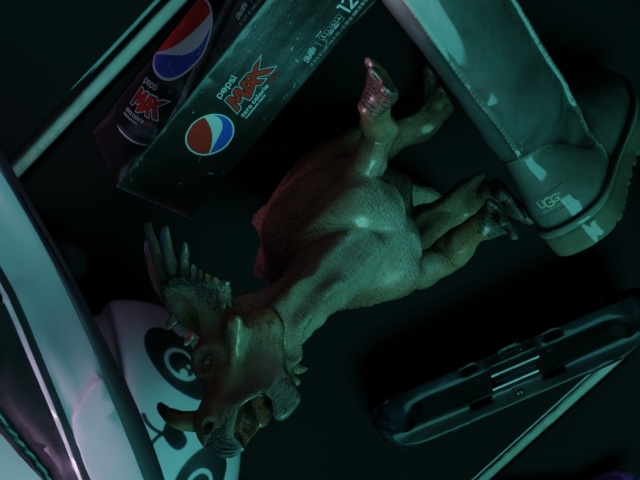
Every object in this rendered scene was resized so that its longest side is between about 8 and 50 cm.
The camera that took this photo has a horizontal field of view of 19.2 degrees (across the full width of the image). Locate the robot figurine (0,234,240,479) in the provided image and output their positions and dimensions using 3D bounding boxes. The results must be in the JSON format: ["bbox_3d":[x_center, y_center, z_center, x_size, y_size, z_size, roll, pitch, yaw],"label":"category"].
[{"bbox_3d":[-0.184,0.125,1.075,0.278,0.173,0.209,-7,128,-11],"label":"robot figurine"}]

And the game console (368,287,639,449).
[{"bbox_3d":[0.199,0.047,1.268,0.361,0.044,0.213,-23,154,-1],"label":"game console"}]

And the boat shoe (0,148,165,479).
[{"bbox_3d":[-0.171,0.048,0.954,0.105,0.306,0.113,-28,175,-3],"label":"boat shoe"}]

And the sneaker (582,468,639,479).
[{"bbox_3d":[0.167,0.211,1.419,0.170,0.068,0.071,-20,129,-8],"label":"sneaker"}]

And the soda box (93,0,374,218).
[{"bbox_3d":[-0.050,-0.095,1.043,0.060,0.053,0.169,25,115,-39],"label":"soda box"}]

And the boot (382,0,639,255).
[{"bbox_3d":[0.103,-0.114,1.075,0.076,0.189,0.208,-33,110,23],"label":"boot"}]

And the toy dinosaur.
[{"bbox_3d":[0.000,0.000,1.071,0.200,0.127,0.296,-35,180,15],"label":"toy dinosaur"}]
